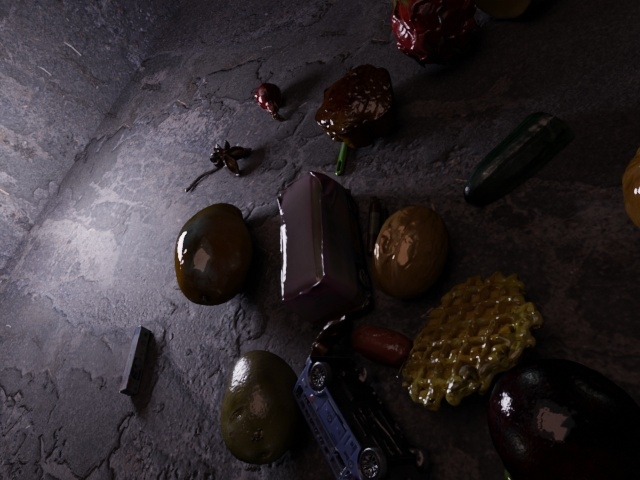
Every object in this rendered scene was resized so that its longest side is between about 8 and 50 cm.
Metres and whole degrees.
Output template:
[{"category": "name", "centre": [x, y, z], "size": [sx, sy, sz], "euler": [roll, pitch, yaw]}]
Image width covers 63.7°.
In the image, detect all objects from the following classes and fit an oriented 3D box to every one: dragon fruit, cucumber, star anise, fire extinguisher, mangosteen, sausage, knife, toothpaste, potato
[{"category": "dragon fruit", "centre": [-0.167, -0.477, 1.760], "size": [0.094, 0.094, 0.190], "euler": [-36, 49, 13]}, {"category": "cucumber", "centre": [0.401, -0.172, 1.096], "size": [0.244, 0.063, 0.115], "euler": [-46, 42, 4]}, {"category": "star anise", "centre": [-0.352, -0.231, 1.782], "size": [0.148, 0.219, 0.227], "euler": [69, 157, 14]}, {"category": "fire extinguisher", "centre": [0.137, -0.042, 1.235], "size": [0.049, 0.035, 0.173], "euler": [-16, 54, 35]}, {"category": "mangosteen", "centre": [0.332, 0.274, 0.717], "size": [0.216, 0.216, 0.216], "euler": [-21, 49, 26]}, {"category": "sausage", "centre": [0.126, 0.211, 1.030], "size": [0.141, 0.076, 0.076], "euler": [10, 67, 44]}, {"category": "star anise", "centre": [0.016, 0.215, 1.088], "size": [0.054, 0.157, 0.212], "euler": [31, 109, 8]}, {"category": "knife", "centre": [0.062, -0.268, 1.472], "size": [0.054, 0.015, 0.211], "euler": [-11, 54, 34]}, {"category": "toothpaste", "centre": [-0.536, 0.345, 1.489], "size": [0.040, 0.047, 0.196], "euler": [-18, 51, 25]}, {"category": "dragon fruit", "centre": [0.273, -0.591, 1.355], "size": [0.293, 0.234, 0.233], "euler": [43, 91, 10]}, {"category": "potato", "centre": [-0.126, 0.337, 1.087], "size": [0.175, 0.159, 0.251], "euler": [-13, 40, 2]}]

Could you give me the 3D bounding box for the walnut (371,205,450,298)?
[{"category": "walnut", "centre": [0.184, 0.025, 1.063], "size": [0.159, 0.159, 0.206], "euler": [1, 61, 40]}]

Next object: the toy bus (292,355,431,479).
[{"category": "toy bus", "centre": [0.064, 0.346, 0.937], "size": [0.133, 0.126, 0.292], "euler": [-61, 40, 21]}]

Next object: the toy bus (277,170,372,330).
[{"category": "toy bus", "centre": [0.000, 0.000, 1.222], "size": [0.171, 0.162, 0.386], "euler": [-26, 46, 24]}]

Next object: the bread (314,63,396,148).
[{"category": "bread", "centre": [0.098, -0.370, 1.417], "size": [0.232, 0.135, 0.246], "euler": [-20, 51, 17]}]

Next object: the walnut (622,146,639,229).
[{"category": "walnut", "centre": [0.566, -0.077, 0.776], "size": [0.195, 0.222, 0.195], "euler": [-50, 28, 38]}]

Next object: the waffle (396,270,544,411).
[{"category": "waffle", "centre": [0.258, 0.170, 0.911], "size": [0.281, 0.060, 0.262], "euler": [-41, 17, 9]}]

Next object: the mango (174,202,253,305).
[{"category": "mango", "centre": [-0.290, 0.019, 1.427], "size": [0.222, 0.199, 0.383], "euler": [-31, 32, 24]}]

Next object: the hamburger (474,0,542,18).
[{"category": "hamburger", "centre": [0.483, -0.731, 1.289], "size": [0.236, 0.276, 0.276], "euler": [-49, 42, -7]}]
